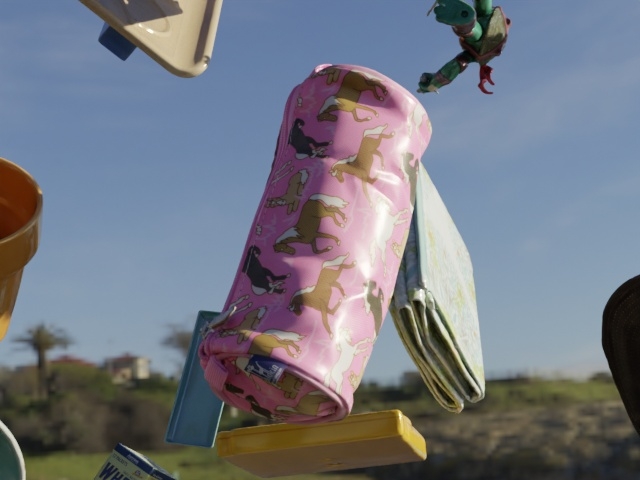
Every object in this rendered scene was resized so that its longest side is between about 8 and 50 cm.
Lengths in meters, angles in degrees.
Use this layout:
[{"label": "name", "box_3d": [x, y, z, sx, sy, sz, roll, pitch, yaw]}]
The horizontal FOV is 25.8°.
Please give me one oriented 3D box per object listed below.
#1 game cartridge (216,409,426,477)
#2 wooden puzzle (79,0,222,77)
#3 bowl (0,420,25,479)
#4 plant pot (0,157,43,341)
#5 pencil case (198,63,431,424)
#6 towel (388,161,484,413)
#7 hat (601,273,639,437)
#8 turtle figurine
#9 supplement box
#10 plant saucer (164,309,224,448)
[{"label": "game cartridge", "box_3d": [0.008, 0.319, 2.191, 0.285, 0.053, 0.324, -8, -18, 8]}, {"label": "wooden puzzle", "box_3d": [-0.307, -0.370, 1.957, 0.348, 0.322, 0.080, 33, -65, -17]}, {"label": "bowl", "box_3d": [-0.515, 0.253, 1.623, 0.311, 0.311, 0.163, 2, 31, -29]}, {"label": "plant pot", "box_3d": [-0.425, 0.027, 1.614, 0.205, 0.205, 0.188, -1, -54, -13]}, {"label": "pencil case", "box_3d": [0.000, 0.000, 1.503, 0.160, 0.386, 0.167, 1, -30, 34]}, {"label": "towel", "box_3d": [0.176, 0.056, 2.314, 0.090, 0.374, 0.320, -16, -47, 16]}, {"label": "hat", "box_3d": [0.486, 0.168, 1.640, 0.134, 0.331, 0.331, -24, 2, -29]}, {"label": "turtle figurine", "box_3d": [0.194, -0.286, 1.858, 0.118, 0.175, 0.234, 7, -16, 6]}, {"label": "supplement box", "box_3d": [-0.216, 0.286, 1.583, 0.056, 0.083, 0.083, 30, -9, 25]}, {"label": "plant saucer", "box_3d": [-0.148, 0.181, 1.823, 0.067, 0.192, 0.018, 4, -30, 16]}]
